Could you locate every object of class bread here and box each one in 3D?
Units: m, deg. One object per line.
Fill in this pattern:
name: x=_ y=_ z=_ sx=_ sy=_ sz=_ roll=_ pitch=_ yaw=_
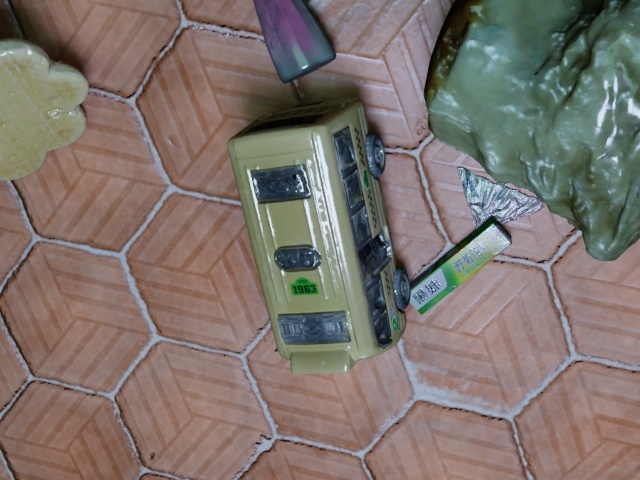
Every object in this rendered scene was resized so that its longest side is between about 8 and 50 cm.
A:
bread: x=-0.479 y=-0.177 z=1.240 sx=0.316 sy=0.316 sz=0.054 roll=-36 pitch=65 yaw=18

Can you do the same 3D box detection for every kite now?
kite: x=0.261 y=-0.077 z=1.268 sx=0.139 sy=0.011 sz=0.156 roll=21 pitch=111 yaw=0

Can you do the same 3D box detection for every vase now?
vase: x=-0.060 y=-0.331 z=1.211 sx=0.086 sy=0.086 sz=0.214 roll=-24 pitch=97 yaw=16

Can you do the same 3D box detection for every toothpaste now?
toothpaste: x=0.202 y=0.038 z=1.296 sx=0.178 sy=0.037 sz=0.043 roll=-41 pitch=99 yaw=21

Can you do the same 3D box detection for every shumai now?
shumai: x=0.301 y=-0.192 z=1.086 sx=0.323 sy=0.324 sz=0.397 roll=18 pitch=130 yaw=21

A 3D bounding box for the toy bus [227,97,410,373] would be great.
toy bus: x=0.000 y=0.000 z=1.222 sx=0.177 sy=0.202 sz=0.365 roll=-6 pitch=108 yaw=24
